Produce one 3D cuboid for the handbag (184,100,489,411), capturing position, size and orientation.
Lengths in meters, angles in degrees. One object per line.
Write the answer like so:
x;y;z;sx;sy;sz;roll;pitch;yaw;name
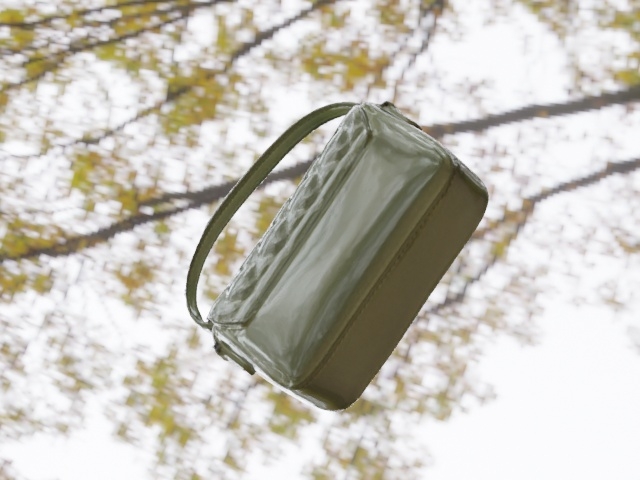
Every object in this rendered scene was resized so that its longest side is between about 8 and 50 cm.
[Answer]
0.000;0.000;1.439;0.256;0.219;0.079;-54;-42;-1;handbag
